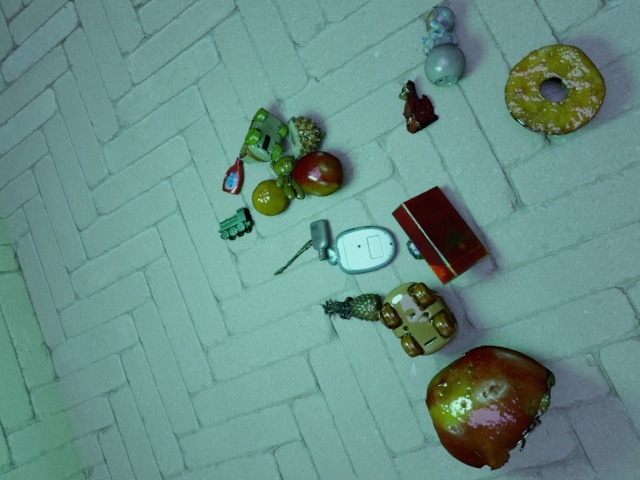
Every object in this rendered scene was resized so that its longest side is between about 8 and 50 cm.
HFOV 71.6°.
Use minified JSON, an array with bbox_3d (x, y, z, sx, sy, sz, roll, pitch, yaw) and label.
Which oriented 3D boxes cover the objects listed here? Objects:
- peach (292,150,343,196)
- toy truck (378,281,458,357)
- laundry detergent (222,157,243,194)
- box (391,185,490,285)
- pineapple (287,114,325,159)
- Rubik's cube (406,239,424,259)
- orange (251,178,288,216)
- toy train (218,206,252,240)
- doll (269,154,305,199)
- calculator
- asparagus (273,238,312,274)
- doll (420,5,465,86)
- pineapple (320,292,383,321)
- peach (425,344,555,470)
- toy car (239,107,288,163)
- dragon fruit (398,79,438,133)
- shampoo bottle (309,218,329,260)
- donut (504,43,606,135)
[{"bbox_3d":[-0.013,-0.265,1.749,0.198,0.197,0.197,0,91,22],"label":"peach"},{"bbox_3d":[0.360,0.283,1.595,0.204,0.212,0.287,-39,81,18],"label":"toy truck"},{"bbox_3d":[-0.384,-0.290,1.977,0.098,0.049,0.165,18,95,25],"label":"laundry detergent"},{"bbox_3d":[0.422,-0.023,1.567,0.313,0.198,0.089,56,147,13],"label":"box"},{"bbox_3d":[-0.047,-0.426,1.803,0.137,0.161,0.175,-12,82,-15],"label":"pineapple"},{"bbox_3d":[0.375,0.019,1.645,0.093,0.111,0.111,-32,78,-6],"label":"Rubik's cube"},{"bbox_3d":[-0.214,-0.178,1.860,0.159,0.136,0.158,0,90,20],"label":"orange"},{"bbox_3d":[-0.379,-0.067,1.969,0.171,0.071,0.111,-23,73,22],"label":"toy train"},{"bbox_3d":[-0.121,-0.262,1.820,0.209,0.137,0.097,65,153,20],"label":"doll"},{"bbox_3d":[0.152,0.040,1.764,0.299,0.041,0.185,-11,87,23],"label":"calculator"},{"bbox_3d":[-0.115,0.076,1.886,0.233,0.022,0.023,-42,120,15],"label":"asparagus"},{"bbox_3d":[0.437,-0.704,1.588,0.151,0.151,0.286,-7,82,22],"label":"doll"},{"bbox_3d":[0.123,0.270,1.752,0.252,0.125,0.125,-7,88,27],"label":"pineapple"},{"bbox_3d":[0.558,0.529,1.450,0.417,0.339,0.352,-21,84,17],"label":"peach"},{"bbox_3d":[-0.265,-0.419,1.867,0.235,0.145,0.235,-34,39,34],"label":"toy car"},{"bbox_3d":[0.354,-0.506,1.643,0.123,0.092,0.192,-15,85,22],"label":"dragon fruit"},{"bbox_3d":[0.000,0.000,1.813,0.080,0.040,0.165,-16,76,31],"label":"shampoo bottle"},{"bbox_3d":[0.766,-0.482,1.468,0.303,0.110,0.302,-1,88,22],"label":"donut"}]
